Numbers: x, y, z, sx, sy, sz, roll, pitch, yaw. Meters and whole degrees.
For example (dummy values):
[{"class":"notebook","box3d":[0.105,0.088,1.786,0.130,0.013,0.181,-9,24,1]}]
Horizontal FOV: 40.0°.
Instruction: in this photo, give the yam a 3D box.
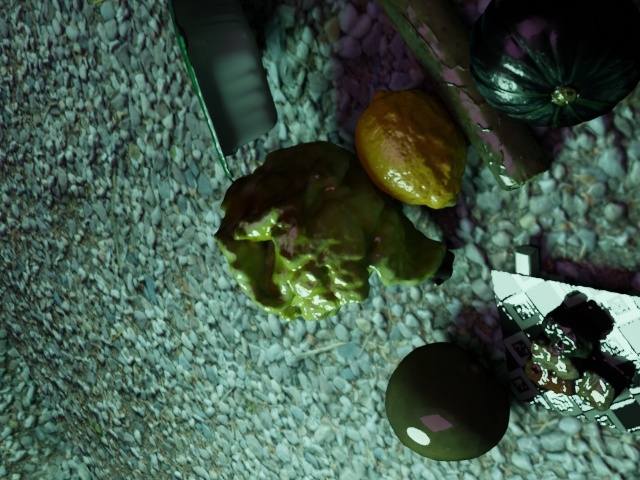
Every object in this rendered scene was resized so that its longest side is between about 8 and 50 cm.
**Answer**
[{"class":"yam","box3d":[0.171,-0.232,1.136,0.372,0.083,0.083,57,139,7]}]

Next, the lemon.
[{"class":"lemon","box3d":[0.127,-0.122,1.184,0.187,0.142,0.142,56,139,9]}]

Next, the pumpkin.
[{"class":"pumpkin","box3d":[0.262,-0.209,0.977,0.194,0.194,0.150,-26,69,49]}]

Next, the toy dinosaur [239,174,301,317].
[{"class":"toy dinosaur","box3d":[-0.075,0.009,1.523,0.248,0.075,0.188,53,146,4]}]

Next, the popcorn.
[{"class":"popcorn","box3d":[-0.005,-0.006,1.261,0.293,0.293,0.237,20,158,39]}]

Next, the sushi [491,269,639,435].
[{"class":"sushi","box3d":[0.327,0.163,1.167,0.231,0.047,0.220,11,124,43]}]

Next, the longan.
[{"class":"longan","box3d":[0.184,0.241,1.292,0.189,0.189,0.189,23,125,38]}]

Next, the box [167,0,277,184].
[{"class":"box","box3d":[-0.148,-0.275,1.328,0.337,0.106,0.264,-113,5,-50]}]

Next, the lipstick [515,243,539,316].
[{"class":"lipstick","box3d":[0.283,0.059,1.200,0.025,0.025,0.107,16,125,41]}]
